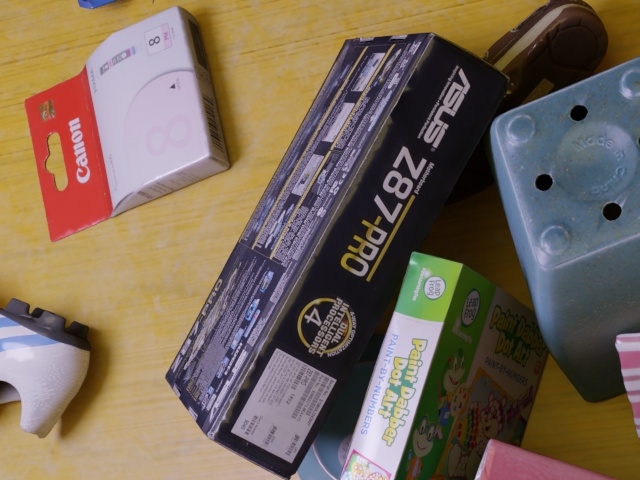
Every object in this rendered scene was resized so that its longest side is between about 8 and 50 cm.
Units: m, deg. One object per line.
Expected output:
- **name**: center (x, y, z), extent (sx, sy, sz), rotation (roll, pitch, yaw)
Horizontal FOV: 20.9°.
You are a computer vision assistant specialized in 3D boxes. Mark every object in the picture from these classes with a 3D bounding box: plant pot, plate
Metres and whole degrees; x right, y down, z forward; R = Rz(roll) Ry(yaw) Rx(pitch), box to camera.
- **plant pot**: center (0.272, -0.034, 1.502), extent (0.248, 0.252, 0.247), rotation (-22, 66, 18)
- **plate**: center (0.052, 0.180, 1.674), extent (0.188, 0.024, 0.188), rotation (-7, 72, 23)

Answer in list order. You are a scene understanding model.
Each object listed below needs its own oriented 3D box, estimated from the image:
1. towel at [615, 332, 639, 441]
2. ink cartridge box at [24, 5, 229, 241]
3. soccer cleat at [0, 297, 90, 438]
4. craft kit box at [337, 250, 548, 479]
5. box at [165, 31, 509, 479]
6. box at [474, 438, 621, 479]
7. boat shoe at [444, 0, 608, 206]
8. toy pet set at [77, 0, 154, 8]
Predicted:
- **towel**: center (0.338, 0.151, 1.468), extent (0.144, 0.197, 0.029), rotation (-5, 32, 24)
- **ink cartridge box**: center (-0.223, -0.125, 1.881), extent (0.232, 0.066, 0.189), rotation (-20, 67, 15)
- **soccer cleat**: center (-0.398, 0.110, 1.858), extent (0.331, 0.116, 0.143), rotation (18, 83, 28)
- **craft kit box**: center (0.112, 0.158, 1.523), extent (0.061, 0.250, 0.247), rotation (11, 81, 29)
- **box**: center (0.000, 0.000, 1.598), extent (0.097, 0.318, 0.395), rotation (29, 88, -15)
- **box**: center (0.231, 0.262, 1.451), extent (0.232, 0.148, 0.127), rotation (17, 82, 7)
- **boat shoe**: center (0.172, -0.136, 1.688), extent (0.257, 0.095, 0.095), rotation (-41, 26, 17)
- **toy pet set**: center (-0.214, -0.295, 1.937), extent (0.114, 0.065, 0.122), rotation (-24, 63, -21)
